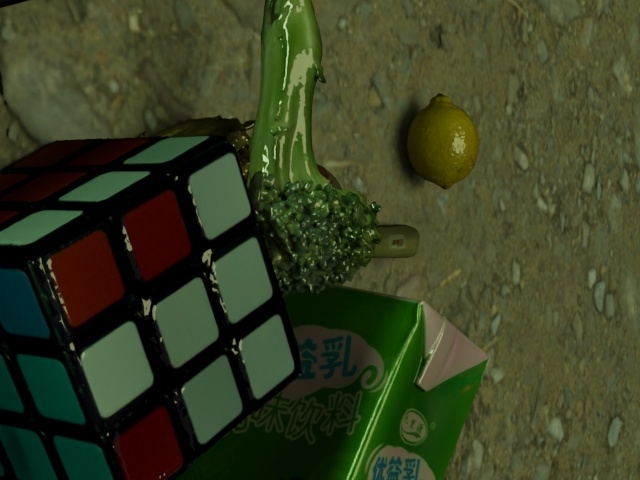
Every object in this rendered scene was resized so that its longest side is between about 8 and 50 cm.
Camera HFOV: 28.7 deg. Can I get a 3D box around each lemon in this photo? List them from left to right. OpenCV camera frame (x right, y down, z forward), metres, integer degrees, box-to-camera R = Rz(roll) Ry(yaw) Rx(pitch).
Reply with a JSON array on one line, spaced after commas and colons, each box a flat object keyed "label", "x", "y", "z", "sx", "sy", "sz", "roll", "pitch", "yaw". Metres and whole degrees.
[{"label": "lemon", "x": 0.105, "y": -0.085, "z": 1.079, "sx": 0.062, "sy": 0.062, "sz": 0.083, "roll": -1, "pitch": 88, "yaw": -50}]

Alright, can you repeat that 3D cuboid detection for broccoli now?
[{"label": "broccoli", "x": -0.019, "y": -0.062, "z": 0.802, "sx": 0.122, "sy": 0.118, "sz": 0.204, "roll": 1, "pitch": 88, "yaw": -37}]

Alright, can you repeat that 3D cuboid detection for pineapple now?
[{"label": "pineapple", "x": -0.096, "y": -0.029, "z": 0.839, "sx": 0.116, "sy": 0.069, "sz": 0.137, "roll": 30, "pitch": 71, "yaw": -47}]

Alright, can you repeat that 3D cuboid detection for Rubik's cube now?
[{"label": "Rubik's cube", "x": -0.132, "y": 0.040, "z": 0.728, "sx": 0.163, "sy": 0.161, "sz": 0.162, "roll": -36, "pitch": 118, "yaw": -44}]

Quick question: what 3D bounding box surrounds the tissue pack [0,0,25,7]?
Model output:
[{"label": "tissue pack", "x": -0.219, "y": -0.254, "z": 0.638, "sx": 0.394, "sy": 0.124, "sz": 0.288, "roll": -28, "pitch": 113, "yaw": -46}]

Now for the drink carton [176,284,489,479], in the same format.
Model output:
[{"label": "drink carton", "x": -0.011, "y": 0.167, "z": 0.875, "sx": 0.108, "sy": 0.161, "sz": 0.271, "roll": 40, "pitch": 68, "yaw": -45}]

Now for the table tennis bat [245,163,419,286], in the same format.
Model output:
[{"label": "table tennis bat", "x": 0.000, "y": 0.000, "z": 0.993, "sx": 0.234, "sy": 0.022, "sz": 0.131, "roll": -1, "pitch": 93, "yaw": -48}]
